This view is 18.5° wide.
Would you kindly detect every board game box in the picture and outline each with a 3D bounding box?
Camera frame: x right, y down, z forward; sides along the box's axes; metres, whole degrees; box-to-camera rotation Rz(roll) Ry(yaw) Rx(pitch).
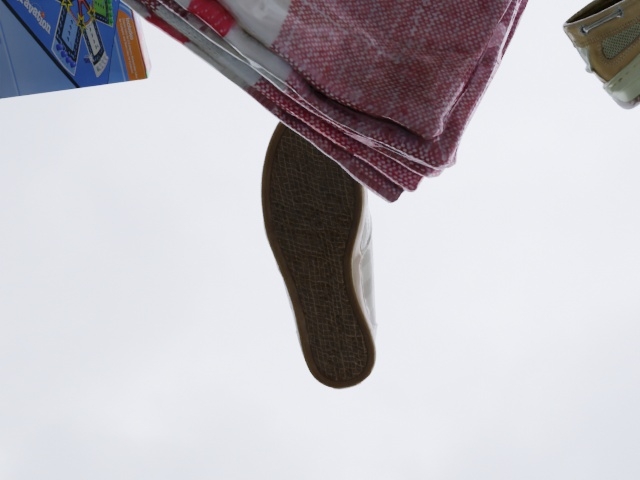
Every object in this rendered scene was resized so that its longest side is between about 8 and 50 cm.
[{"bbox_3d":[-0.227,-0.243,1.488,0.145,0.027,0.281,-6,-61,8],"label":"board game box"}]

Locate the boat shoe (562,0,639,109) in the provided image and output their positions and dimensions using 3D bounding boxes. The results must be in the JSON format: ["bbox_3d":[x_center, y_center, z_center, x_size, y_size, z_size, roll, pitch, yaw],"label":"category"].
[{"bbox_3d":[0.195,-0.144,1.006,0.072,0.068,0.190,46,-53,-3],"label":"boat shoe"}]

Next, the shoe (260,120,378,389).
[{"bbox_3d":[0.000,0.000,1.420,0.076,0.058,0.219,-5,-67,3],"label":"shoe"}]

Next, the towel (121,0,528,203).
[{"bbox_3d":[-0.047,-0.195,0.542,0.037,0.329,0.237,-21,-142,56],"label":"towel"}]
